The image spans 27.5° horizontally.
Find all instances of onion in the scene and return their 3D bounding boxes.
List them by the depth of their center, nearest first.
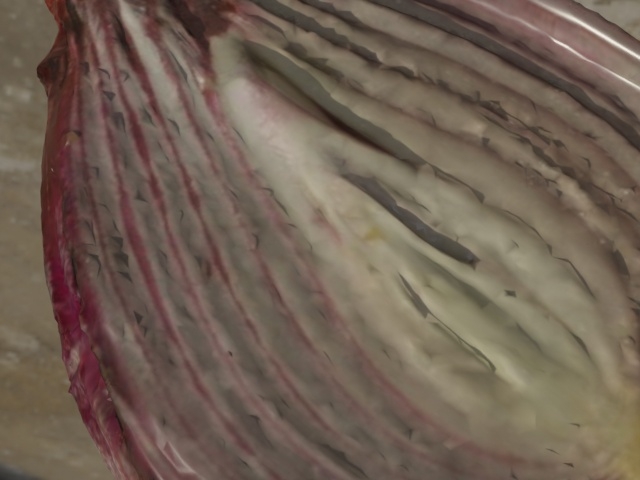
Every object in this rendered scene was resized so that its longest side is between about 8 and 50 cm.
[{"bbox_3d":[0.000,0.000,0.511,0.349,0.267,0.159,46,150,19],"label":"onion"}]
